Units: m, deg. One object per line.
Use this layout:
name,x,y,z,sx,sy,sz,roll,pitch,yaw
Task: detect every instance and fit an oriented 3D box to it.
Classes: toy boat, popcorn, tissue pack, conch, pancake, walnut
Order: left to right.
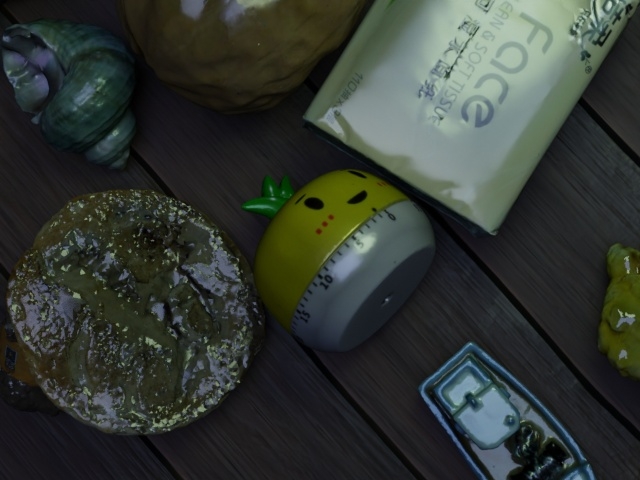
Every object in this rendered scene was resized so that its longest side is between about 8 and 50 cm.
conch,-0.376,-0.229,1.562,0.220,0.195,0.277,-25,108,25
pancake,-0.273,0.105,1.512,0.387,0.082,0.386,5,75,-20
walnut,-0.104,-0.362,1.446,0.384,0.383,0.383,0,88,7
tissue pack,0.212,-0.254,1.463,0.332,0.205,0.405,32,93,4
toy boat,0.289,0.306,1.464,0.145,0.133,0.332,-41,84,3
popcorn,0.509,0.106,1.433,0.233,0.192,0.266,-36,59,20

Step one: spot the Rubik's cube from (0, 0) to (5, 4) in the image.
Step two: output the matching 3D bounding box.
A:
Rubik's cube,-0.576,-0.492,1.504,0.387,0.368,0.358,22,93,49

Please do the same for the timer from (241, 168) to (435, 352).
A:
timer,0.000,0.000,1.459,0.285,0.285,0.285,0,88,7

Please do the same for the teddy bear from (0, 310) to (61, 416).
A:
teddy bear,-0.440,0.179,1.565,0.177,0.140,0.190,22,109,21
